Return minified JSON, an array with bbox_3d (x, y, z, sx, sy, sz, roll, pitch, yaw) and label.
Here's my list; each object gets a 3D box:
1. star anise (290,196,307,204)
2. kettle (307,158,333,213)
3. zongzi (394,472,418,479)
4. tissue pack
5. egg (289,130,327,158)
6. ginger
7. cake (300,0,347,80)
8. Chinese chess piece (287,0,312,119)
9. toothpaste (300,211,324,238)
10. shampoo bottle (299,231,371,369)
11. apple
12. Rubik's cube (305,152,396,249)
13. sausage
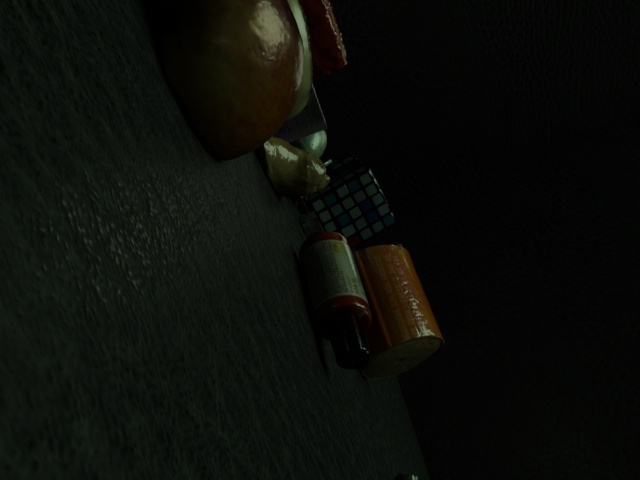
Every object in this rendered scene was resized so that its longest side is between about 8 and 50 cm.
[{"bbox_3d":[-0.055,-0.134,1.438,0.190,0.070,0.097,-101,172,-50],"label":"star anise"},{"bbox_3d":[0.021,-0.107,1.878,0.243,0.160,0.210,62,35,-8],"label":"kettle"},{"bbox_3d":[0.195,0.585,1.326,0.154,0.062,0.130,-97,179,-45],"label":"zongzi"},{"bbox_3d":[-0.093,-0.373,1.553,0.092,0.148,0.246,-100,170,-70],"label":"tissue pack"},{"bbox_3d":[-0.046,-0.272,1.763,0.164,0.131,0.131,-87,160,-43],"label":"egg"},{"bbox_3d":[-0.058,-0.156,1.264,0.193,0.123,0.115,47,43,-63],"label":"ginger"},{"bbox_3d":[-0.091,-0.596,1.742,0.319,0.269,0.270,-106,174,-51],"label":"cake"},{"bbox_3d":[-0.103,-0.336,1.079,0.270,0.112,0.270,164,-90,-76],"label":"Chinese chess piece"},{"bbox_3d":[0.000,0.000,1.591,0.196,0.047,0.040,62,12,-53],"label":"toothpaste"},{"bbox_3d":[0.031,0.110,1.151,0.278,0.104,0.104,-105,172,-46],"label":"shampoo bottle"},{"bbox_3d":[-0.109,-0.265,0.830,0.251,0.163,0.293,50,22,-72],"label":"apple"},{"bbox_3d":[0.066,-0.101,1.686,0.184,0.187,0.182,61,-2,-25],"label":"Rubik's cube"},{"bbox_3d":[0.173,0.189,1.660,0.233,0.233,0.287,62,10,-58],"label":"sausage"}]
